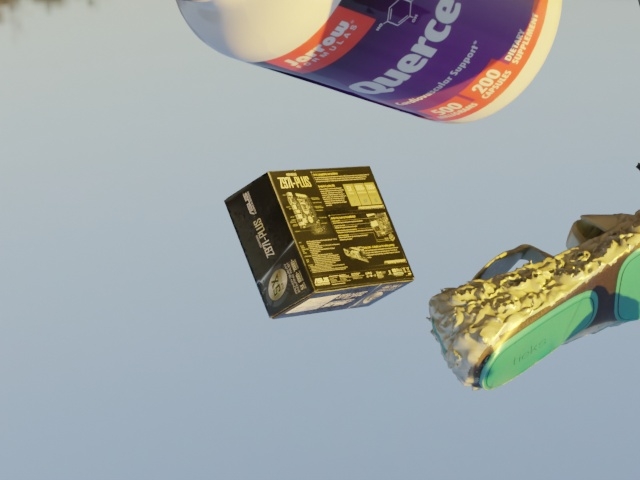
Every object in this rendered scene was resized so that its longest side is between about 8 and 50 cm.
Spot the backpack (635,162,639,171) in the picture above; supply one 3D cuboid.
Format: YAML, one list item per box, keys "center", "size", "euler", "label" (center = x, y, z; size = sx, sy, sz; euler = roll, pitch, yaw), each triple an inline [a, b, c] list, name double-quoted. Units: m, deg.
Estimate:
- center: [0.414, -0.062, 2.087]
  size: [0.098, 0.120, 0.101]
  euler: [-12, -159, 34]
  label: "backpack"

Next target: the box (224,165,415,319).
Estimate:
- center: [0.000, 0.000, 2.155]
  size: [0.077, 0.147, 0.180]
  euler: [-31, 164, 37]
  label: "box"

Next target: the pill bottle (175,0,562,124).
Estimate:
- center: [0.018, -0.201, 1.416]
  size: [0.323, 0.182, 0.181]
  euler: [13, 179, -44]
  label: "pill bottle"

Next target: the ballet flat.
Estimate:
- center: [0.293, 0.036, 2.212]
  size: [0.409, 0.147, 0.147]
  euler: [-22, -159, -28]
  label: "ballet flat"

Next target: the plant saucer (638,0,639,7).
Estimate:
- center: [0.316, -0.171, 1.152]
  size: [0.277, 0.278, 0.041]
  euler: [-4, 178, -6]
  label: "plant saucer"
